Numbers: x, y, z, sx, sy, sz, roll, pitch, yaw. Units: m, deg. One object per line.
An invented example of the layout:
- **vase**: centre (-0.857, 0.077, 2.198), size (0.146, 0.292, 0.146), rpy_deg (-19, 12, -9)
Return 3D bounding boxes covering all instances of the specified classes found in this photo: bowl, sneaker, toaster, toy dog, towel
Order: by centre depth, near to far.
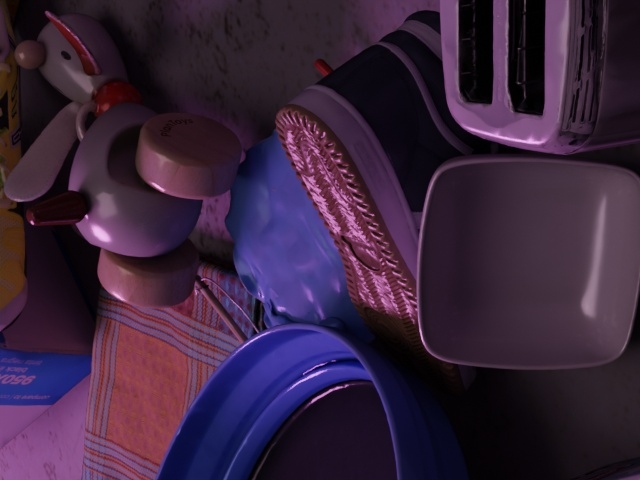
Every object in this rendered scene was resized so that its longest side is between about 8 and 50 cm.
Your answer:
- **toaster**: centre (0.154, -0.138, 0.918), size (0.129, 0.146, 0.227), rpy_deg (21, 117, 49)
- **bowl**: centre (0.130, 0.009, 1.026), size (0.053, 0.142, 0.142), rpy_deg (-95, 8, -71)
- **sneaker**: centre (0.084, -0.026, 1.106), size (0.099, 0.153, 0.282), rpy_deg (25, 151, 44)
- **bowl**: centre (-0.023, 0.255, 1.162), size (0.391, 0.077, 0.391), rpy_deg (-34, 47, 48)
- **toy dog**: centre (-0.202, -0.078, 1.349), size (0.333, 0.161, 0.220), rpy_deg (27, 113, 55)
- **towel**: centre (-0.140, 0.191, 1.454), size (0.271, 0.040, 0.370), rpy_deg (16, 104, 49)
- **sneaker**: centre (-0.338, -0.096, 1.460), size (0.147, 0.145, 0.385), rpy_deg (126, 136, -55)

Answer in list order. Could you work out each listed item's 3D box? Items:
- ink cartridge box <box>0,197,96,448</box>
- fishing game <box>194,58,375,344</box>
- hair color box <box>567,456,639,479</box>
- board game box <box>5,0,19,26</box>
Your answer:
- **ink cartridge box**: centre (-0.442, 0.104, 1.642), size (0.395, 0.166, 0.285), rpy_deg (-40, 65, 24)
- **fishing game**: centre (0.000, 0.000, 1.257), size (0.189, 0.041, 0.264), rpy_deg (46, 128, 25)
- **hair color box**: centre (0.274, 0.197, 0.899), size (0.374, 0.113, 0.185), rpy_deg (-27, 79, 52)
- **board game box**: centre (-0.379, -0.204, 1.692), size (0.124, 0.039, 0.259), rpy_deg (54, 136, 27)
